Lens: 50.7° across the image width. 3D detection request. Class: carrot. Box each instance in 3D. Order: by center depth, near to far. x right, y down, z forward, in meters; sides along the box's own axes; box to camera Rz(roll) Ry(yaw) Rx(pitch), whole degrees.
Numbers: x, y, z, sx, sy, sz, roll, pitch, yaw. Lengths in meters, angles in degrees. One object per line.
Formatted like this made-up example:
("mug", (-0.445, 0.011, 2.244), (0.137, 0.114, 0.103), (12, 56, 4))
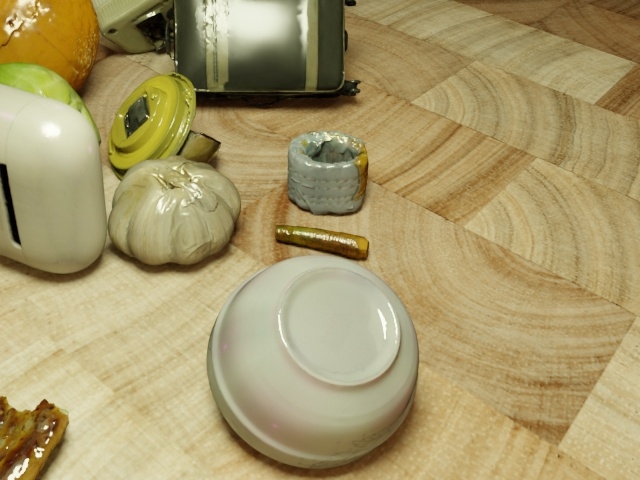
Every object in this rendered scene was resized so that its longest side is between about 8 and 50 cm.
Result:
("carrot", (0.000, 0.000, 1.182), (0.170, 0.042, 0.042), (9, 40, 9))

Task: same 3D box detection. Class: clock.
("clock", (-0.335, -0.223, 1.279), (0.057, 0.237, 0.237), (30, 17, -47))

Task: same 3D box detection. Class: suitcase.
("suitcase", (-0.125, -0.444, 1.502), (0.434, 0.283, 0.194), (-1, 7, -6))

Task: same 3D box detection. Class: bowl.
("bowl", (0.004, 0.135, 0.873), (0.287, 0.144, 0.287), (8, 58, -13))

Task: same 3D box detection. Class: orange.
("orange", (-0.624, -0.417, 1.392), (0.340, 0.293, 0.341), (-6, 61, 11))

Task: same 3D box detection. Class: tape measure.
("tape measure", (-0.387, -0.561, 1.631), (0.271, 0.231, 0.133), (-30, 80, 12))

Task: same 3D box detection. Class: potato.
("potato", (-0.286, -0.181, 1.344), (0.261, 0.100, 0.120), (28, 3, 44))

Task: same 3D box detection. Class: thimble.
("thimble", (0.014, -0.127, 1.270), (0.151, 0.118, 0.127), (7, 40, 3))

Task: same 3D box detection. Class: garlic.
("garlic", (-0.243, -0.058, 1.134), (0.228, 0.152, 0.228), (-1, 39, 1))

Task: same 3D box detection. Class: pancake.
("pancake", (-0.443, 0.257, 0.814), (0.266, 0.057, 0.244), (-31, 52, -34))

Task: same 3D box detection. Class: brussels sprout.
("brussels sprout", (-0.526, -0.203, 1.224), (0.244, 0.244, 0.244), (3, 40, -3))

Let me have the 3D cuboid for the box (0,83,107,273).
("box", (-0.498, -0.106, 1.053), (0.349, 0.289, 0.141), (18, 35, 14))
